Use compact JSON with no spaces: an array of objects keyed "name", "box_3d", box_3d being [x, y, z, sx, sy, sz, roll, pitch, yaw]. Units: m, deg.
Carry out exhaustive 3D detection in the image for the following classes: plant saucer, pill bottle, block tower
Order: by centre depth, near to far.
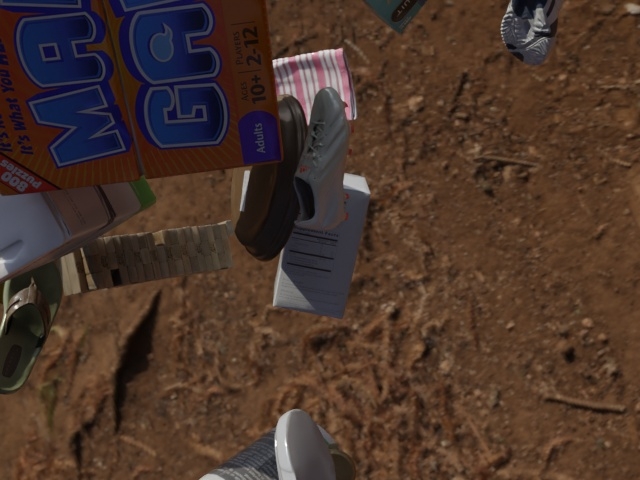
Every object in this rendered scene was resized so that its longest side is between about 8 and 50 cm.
[{"name":"plant saucer","box_3d":[-0.091,-0.104,1.457,0.278,0.041,0.277,-173,90,-66]},{"name":"block tower","box_3d":[-0.311,0.031,1.654,0.091,0.335,0.097,-12,89,47]},{"name":"pill bottle","box_3d":[-0.130,0.528,1.806,0.204,0.361,0.204,25,128,37]}]

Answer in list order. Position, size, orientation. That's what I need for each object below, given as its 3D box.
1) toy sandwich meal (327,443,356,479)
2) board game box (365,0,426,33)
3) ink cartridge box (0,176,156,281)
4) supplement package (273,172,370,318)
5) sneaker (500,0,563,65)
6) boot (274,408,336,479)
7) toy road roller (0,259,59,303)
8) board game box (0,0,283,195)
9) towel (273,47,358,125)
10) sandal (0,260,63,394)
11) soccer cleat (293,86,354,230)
[{"name":"toy sandwich meal","box_3d":[0.021,0.389,1.519,0.029,0.086,0.085,-27,-79,-87]},{"name":"board game box","box_3d":[0.143,-0.582,1.720,0.253,0.336,0.079,-50,59,11]},{"name":"ink cartridge box","box_3d":[-0.406,-0.038,1.351,0.198,0.273,0.114,-28,94,19]},{"name":"supplement package","box_3d":[0.000,0.000,1.649,0.139,0.134,0.244,-94,16,-73]},{"name":"sneaker","box_3d":[0.351,-0.391,1.360,0.094,0.153,0.235,29,155,37]},{"name":"boot","box_3d":[-0.040,0.357,1.142,0.123,0.095,0.258,-29,63,31]},{"name":"toy road roller","box_3d":[-0.716,-0.022,1.923,0.202,0.330,0.240,-98,31,-63]},{"name":"board game box","box_3d":[-0.252,-0.319,1.140,0.356,0.356,0.356,-100,3,-53]},{"name":"towel","box_3d":[-0.026,-0.295,1.759,0.197,0.029,0.144,-4,109,28]},{"name":"sandal","box_3d":[-0.595,0.165,1.816,0.086,0.120,0.302,-22,54,55]},{"name":"soccer cleat","box_3d":[0.000,-0.110,1.210,0.068,0.076,0.196,12,104,58]}]
